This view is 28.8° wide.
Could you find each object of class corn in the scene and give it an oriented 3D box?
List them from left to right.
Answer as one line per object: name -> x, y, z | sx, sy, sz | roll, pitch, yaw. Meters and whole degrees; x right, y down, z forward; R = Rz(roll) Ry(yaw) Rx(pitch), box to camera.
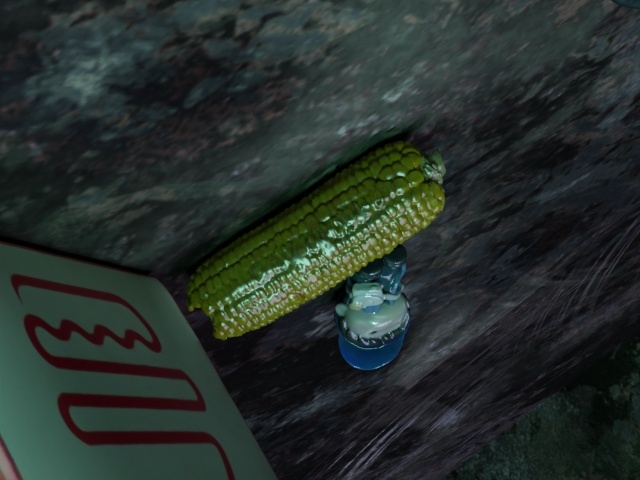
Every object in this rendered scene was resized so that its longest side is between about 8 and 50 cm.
corn -> 0.000, 0.000, 0.870 | 0.207, 0.068, 0.068 | -33, 161, 0

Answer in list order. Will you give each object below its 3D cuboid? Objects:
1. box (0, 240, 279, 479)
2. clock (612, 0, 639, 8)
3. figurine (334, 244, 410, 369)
box -> -0.198, 0.203, 0.699 | 0.314, 0.300, 0.312 | -37, 161, 12
clock -> 0.272, -0.258, 0.605 | 0.386, 0.076, 0.386 | -29, 166, -8
figurine -> 0.041, 0.045, 1.073 | 0.077, 0.079, 0.136 | -23, 136, -16
